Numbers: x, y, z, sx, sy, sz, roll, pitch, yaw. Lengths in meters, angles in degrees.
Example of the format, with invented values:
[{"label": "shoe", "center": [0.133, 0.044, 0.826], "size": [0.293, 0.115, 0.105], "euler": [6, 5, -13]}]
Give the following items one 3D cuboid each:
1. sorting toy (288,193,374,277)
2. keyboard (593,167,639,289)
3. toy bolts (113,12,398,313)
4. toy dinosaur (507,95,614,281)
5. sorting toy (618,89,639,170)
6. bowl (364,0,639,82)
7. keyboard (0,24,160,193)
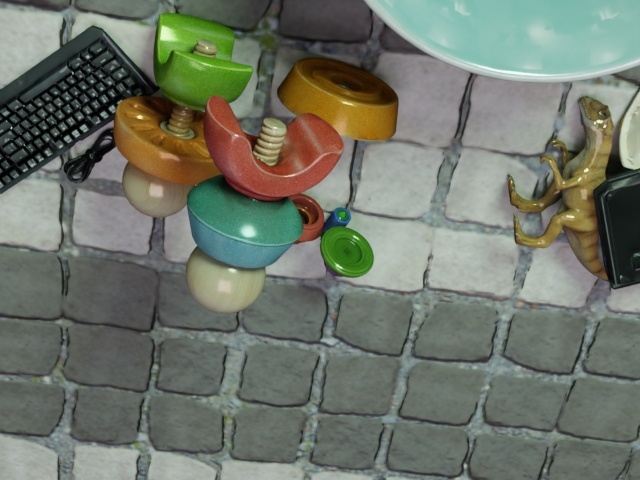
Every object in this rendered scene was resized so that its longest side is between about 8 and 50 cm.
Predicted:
[{"label": "sorting toy", "center": [0.000, 0.000, 1.175], "size": [0.102, 0.061, 0.042], "euler": [42, 137, 5]}, {"label": "keyboard", "center": [0.400, -0.021, 1.147], "size": [0.317, 0.033, 0.201], "euler": [-14, 129, 5]}, {"label": "toy bolts", "center": [-0.049, -0.047, 1.031], "size": [0.218, 0.228, 0.158], "euler": [11, 117, -19]}, {"label": "toy dinosaur", "center": [0.222, -0.020, 1.151], "size": [0.112, 0.064, 0.211], "euler": [-5, 127, 4]}, {"label": "sorting toy", "center": [0.296, -0.097, 1.105], "size": [0.075, 0.045, 0.083], "euler": [13, 122, -21]}, {"label": "bowl", "center": [0.156, -0.278, 0.891], "size": [0.311, 0.163, 0.311], "euler": [1, 127, 2]}, {"label": "keyboard", "center": [-0.221, -0.097, 1.130], "size": [0.180, 0.023, 0.108], "euler": [-29, 122, 23]}]
